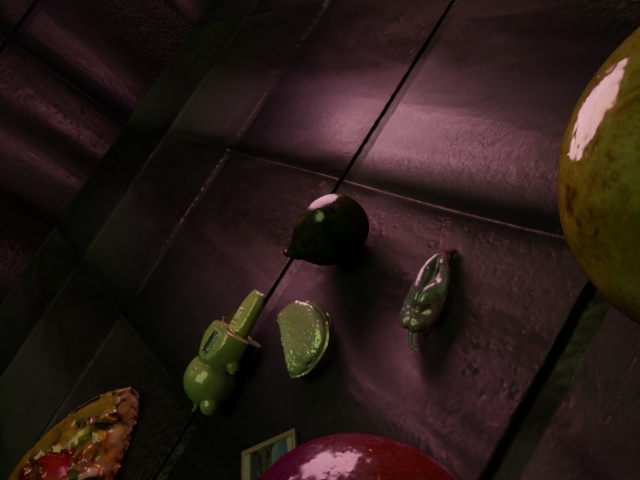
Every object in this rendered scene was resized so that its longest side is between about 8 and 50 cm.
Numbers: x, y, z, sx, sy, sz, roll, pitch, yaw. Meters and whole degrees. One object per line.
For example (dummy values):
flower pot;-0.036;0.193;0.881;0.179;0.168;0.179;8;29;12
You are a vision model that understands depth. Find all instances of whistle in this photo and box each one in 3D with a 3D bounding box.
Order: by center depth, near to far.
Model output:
whistle;-0.158;0.187;0.862;0.105;0.085;0.227;23;80;51

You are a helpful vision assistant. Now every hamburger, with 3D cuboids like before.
hamburger;-0.015;0.145;0.777;0.084;0.054;0.121;-28;47;23

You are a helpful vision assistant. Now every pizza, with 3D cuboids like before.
pizza;-0.497;0.508;0.932;0.440;0.130;0.406;-44;36;12

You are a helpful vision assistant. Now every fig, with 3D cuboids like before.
fig;0.000;0.000;0.836;0.177;0.117;0.117;-43;36;40

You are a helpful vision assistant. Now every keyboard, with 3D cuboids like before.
keyboard;-0.176;0.162;0.959;0.129;0.015;0.049;-32;48;25

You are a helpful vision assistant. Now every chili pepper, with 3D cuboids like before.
chili pepper;0.143;0.071;0.676;0.050;0.041;0.153;25;77;9

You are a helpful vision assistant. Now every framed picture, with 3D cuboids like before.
framed picture;-0.069;0.349;0.703;0.109;0.011;0.149;-33;42;24

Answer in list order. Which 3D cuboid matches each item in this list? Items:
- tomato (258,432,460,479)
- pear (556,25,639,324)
tomato;0.033;0.312;0.452;0.290;0.176;0.334;-9;43;24
pear;0.330;-0.055;0.380;0.304;0.304;0.303;-27;45;30
